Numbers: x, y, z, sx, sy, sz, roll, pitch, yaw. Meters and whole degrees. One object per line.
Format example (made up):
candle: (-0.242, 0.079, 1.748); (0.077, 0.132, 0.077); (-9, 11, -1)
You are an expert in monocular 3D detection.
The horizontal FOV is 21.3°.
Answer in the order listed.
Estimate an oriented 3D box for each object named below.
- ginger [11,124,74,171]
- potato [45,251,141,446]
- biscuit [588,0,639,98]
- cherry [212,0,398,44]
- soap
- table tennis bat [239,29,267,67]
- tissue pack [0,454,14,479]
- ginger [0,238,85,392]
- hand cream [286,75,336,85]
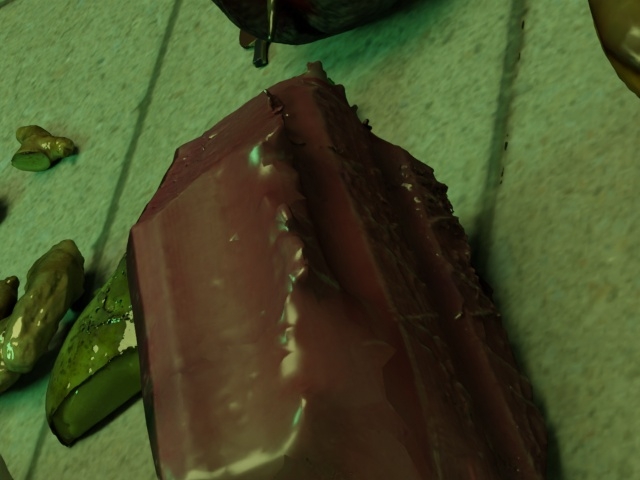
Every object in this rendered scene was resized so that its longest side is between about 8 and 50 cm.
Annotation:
ginger: (-0.250, -0.077, 1.502); (0.048, 0.030, 0.097); (-31, 28, -24)
potato: (-0.135, 0.053, 1.208); (0.198, 0.054, 0.119); (-46, 35, 6)
biscuit: (0.251, -0.146, 0.910); (0.213, 0.091, 0.274); (-40, 35, 9)
cherry: (-0.004, -0.236, 1.236); (0.195, 0.195, 0.195); (-31, 37, 27)
soap: (0.009, 0.056, 0.884); (0.127, 0.220, 0.325); (-40, 42, 21)
table tennis bat: (-0.047, -0.167, 1.368); (0.050, 0.007, 0.083); (-30, 35, 27)
tissue pack: (-0.235, 0.246, 0.937); (0.124, 0.201, 0.271); (0, 60, 2)
ginger: (-0.265, 0.079, 1.326); (0.258, 0.065, 0.149); (-28, 19, 40)
hand cream: (0.001, 0.001, 1.114); (0.275, 0.050, 0.079); (-96, 27, -44)
